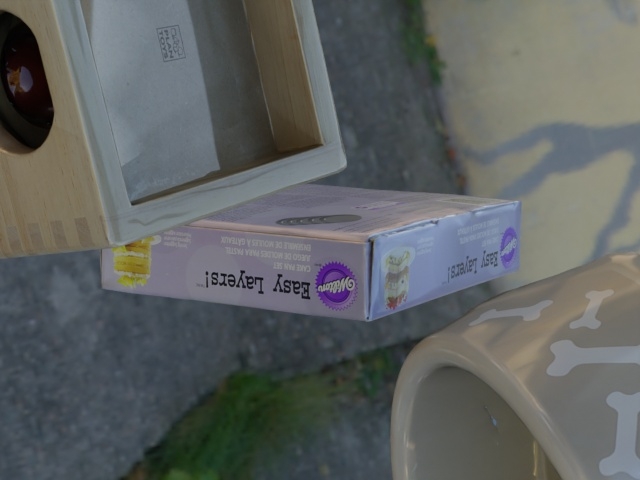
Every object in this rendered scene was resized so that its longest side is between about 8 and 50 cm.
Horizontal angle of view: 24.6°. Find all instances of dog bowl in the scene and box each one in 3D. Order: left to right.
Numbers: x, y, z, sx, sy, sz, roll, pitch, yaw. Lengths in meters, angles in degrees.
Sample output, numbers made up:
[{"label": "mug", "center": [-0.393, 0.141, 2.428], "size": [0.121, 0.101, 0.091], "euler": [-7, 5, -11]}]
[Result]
[{"label": "dog bowl", "center": [0.141, 0.182, 0.746], "size": [0.349, 0.102, 0.349], "euler": [164, -90, -73]}]

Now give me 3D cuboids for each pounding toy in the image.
[{"label": "pounding toy", "center": [-0.102, -0.102, 0.534], "size": [0.181, 0.094, 0.206], "euler": [-21, 102, -46]}]

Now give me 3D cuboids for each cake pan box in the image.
[{"label": "cake pan box", "center": [0.000, 0.000, 1.161], "size": [0.267, 0.245, 0.070], "euler": [-15, 109, -58]}]
